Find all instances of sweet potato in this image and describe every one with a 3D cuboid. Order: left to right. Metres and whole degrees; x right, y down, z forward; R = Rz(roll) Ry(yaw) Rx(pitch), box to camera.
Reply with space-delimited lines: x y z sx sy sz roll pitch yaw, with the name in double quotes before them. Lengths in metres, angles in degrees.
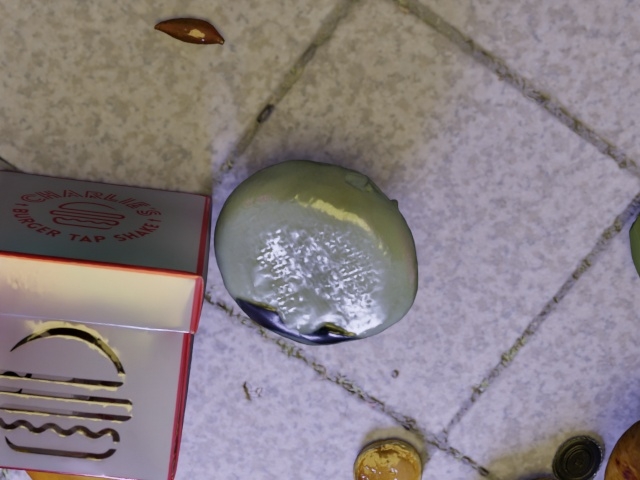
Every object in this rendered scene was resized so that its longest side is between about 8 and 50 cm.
"sweet potato" -0.172 -0.277 1.626 0.095 0.034 0.034 11 108 -7

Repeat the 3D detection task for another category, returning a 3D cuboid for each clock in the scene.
"clock" 0.391 0.334 1.871 0.074 0.010 0.083 18 108 -8

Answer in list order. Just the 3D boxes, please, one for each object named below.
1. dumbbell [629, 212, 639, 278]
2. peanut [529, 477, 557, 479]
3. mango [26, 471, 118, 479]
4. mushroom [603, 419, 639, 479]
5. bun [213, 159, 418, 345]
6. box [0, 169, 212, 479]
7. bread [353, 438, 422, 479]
"dumbbell" 0.585 -0.012 1.708 0.302 0.121 0.108 -10 138 2
"peanut" 0.285 0.417 1.856 0.193 0.089 0.089 -21 109 5
"mango" -0.338 0.305 1.774 0.252 0.126 0.154 36 93 -12
"mushroom" 0.569 0.338 1.793 0.345 0.259 0.345 2 138 1
"bun" 0.000 0.000 1.664 0.283 0.179 0.283 7 125 11
"box" -0.313 0.105 1.606 0.314 0.312 0.300 7 109 -6
"bread" 0.102 0.347 1.857 0.110 0.024 0.110 0 110 -1
